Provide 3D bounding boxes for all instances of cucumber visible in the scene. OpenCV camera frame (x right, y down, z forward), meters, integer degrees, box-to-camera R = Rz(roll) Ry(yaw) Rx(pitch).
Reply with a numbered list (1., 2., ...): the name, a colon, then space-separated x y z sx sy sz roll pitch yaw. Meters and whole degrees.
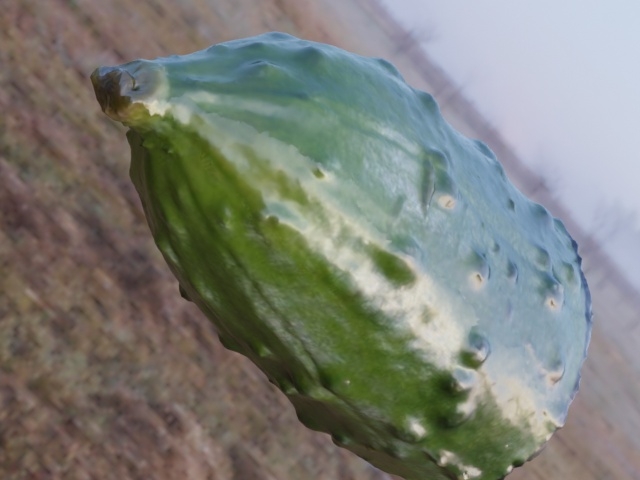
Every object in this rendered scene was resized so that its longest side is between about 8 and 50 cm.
1. cucumber: 0.002 -0.003 0.511 0.134 0.134 0.244 49 7 37
